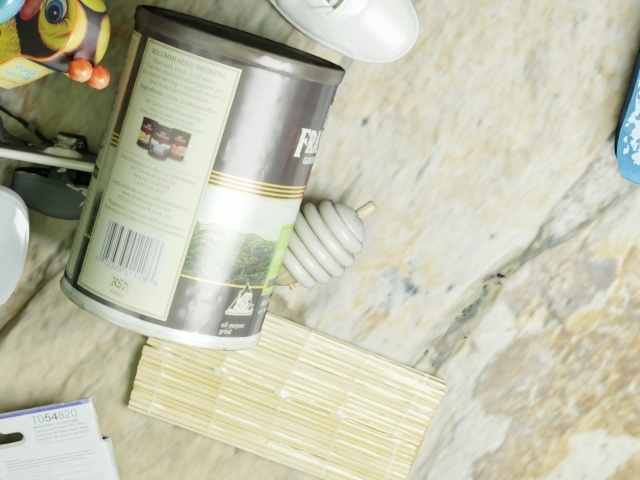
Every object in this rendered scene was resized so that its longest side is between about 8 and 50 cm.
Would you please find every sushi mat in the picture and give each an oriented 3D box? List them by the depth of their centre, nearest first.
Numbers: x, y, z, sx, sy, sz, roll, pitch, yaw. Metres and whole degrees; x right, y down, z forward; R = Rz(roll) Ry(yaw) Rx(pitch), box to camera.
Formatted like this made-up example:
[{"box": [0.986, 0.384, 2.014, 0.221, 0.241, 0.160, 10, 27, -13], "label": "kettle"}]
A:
[{"box": [-0.035, 0.161, 1.535, 0.316, 0.019, 0.151, 21, 104, -7], "label": "sushi mat"}]

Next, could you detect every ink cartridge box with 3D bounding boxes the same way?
[{"box": [-0.320, 0.279, 1.543, 0.223, 0.045, 0.224, -10, 105, 1], "label": "ink cartridge box"}]

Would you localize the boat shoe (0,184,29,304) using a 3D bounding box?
[{"box": [-0.377, 0.065, 1.458, 0.113, 0.105, 0.306, 23, 109, -12], "label": "boat shoe"}]

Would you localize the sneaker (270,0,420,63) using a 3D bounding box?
[{"box": [-0.020, -0.261, 1.351, 0.292, 0.169, 0.108, 39, 98, -12], "label": "sneaker"}]

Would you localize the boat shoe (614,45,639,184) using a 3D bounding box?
[{"box": [0.346, -0.184, 1.427, 0.109, 0.089, 0.258, 28, 107, 5], "label": "boat shoe"}]

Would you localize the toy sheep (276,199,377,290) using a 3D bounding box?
[{"box": [0.000, 0.000, 1.460, 0.132, 0.091, 0.091, -40, 102, 8], "label": "toy sheep"}]

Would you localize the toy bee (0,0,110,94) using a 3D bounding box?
[{"box": [-0.266, -0.194, 1.334, 0.298, 0.195, 0.162, -41, 61, 41], "label": "toy bee"}]

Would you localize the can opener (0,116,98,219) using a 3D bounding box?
[{"box": [-0.343, -0.078, 1.436, 0.283, 0.076, 0.095, 8, 103, -3], "label": "can opener"}]

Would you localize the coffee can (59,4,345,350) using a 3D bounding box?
[{"box": [-0.113, -0.061, 1.374, 0.201, 0.201, 0.275, 17, 100, -6], "label": "coffee can"}]
